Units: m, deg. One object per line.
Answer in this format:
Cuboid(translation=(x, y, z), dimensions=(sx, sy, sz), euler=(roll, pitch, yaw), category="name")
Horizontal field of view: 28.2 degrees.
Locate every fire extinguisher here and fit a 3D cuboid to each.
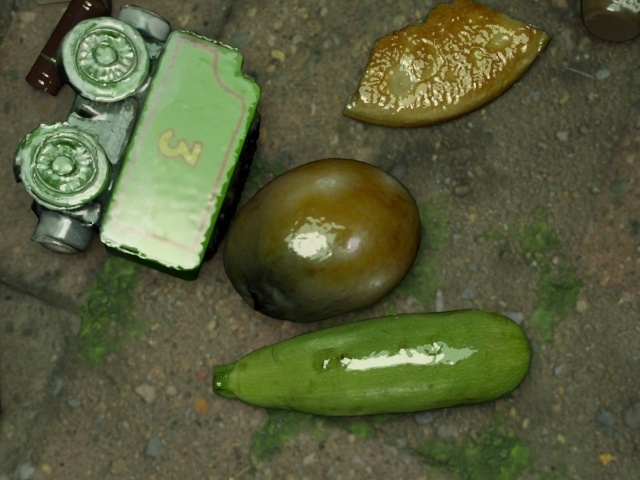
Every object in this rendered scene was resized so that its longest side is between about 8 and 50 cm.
Cuboid(translation=(-0.296, -0.250, 1.546), dimensions=(0.045, 0.078, 0.157), euler=(36, 100, 19), category="fire extinguisher")

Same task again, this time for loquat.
Cuboid(translation=(0.000, 0.000, 1.454), dimensions=(0.227, 0.179, 0.179), euler=(-16, 81, -11), category="loquat")

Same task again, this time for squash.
Cuboid(translation=(0.057, 0.144, 1.458), dimensions=(0.370, 0.118, 0.118), euler=(-5, 80, 1), category="squash")

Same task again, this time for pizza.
Cuboid(translation=(0.149, -0.212, 1.547), dimensions=(0.271, 0.056, 0.134), euler=(-31, 84, -3), category="pizza")

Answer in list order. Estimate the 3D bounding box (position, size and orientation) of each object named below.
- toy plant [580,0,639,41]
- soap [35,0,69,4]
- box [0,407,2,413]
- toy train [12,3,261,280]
Cuboid(translation=(0.374, -0.339, 1.546), dimensions=(0.143, 0.105, 0.200), euler=(19, 69, -5), category="toy plant")
Cuboid(translation=(-0.271, -0.363, 1.570), dimensions=(0.183, 0.064, 0.121), euler=(-7, 83, 0), category="soap")
Cuboid(translation=(-0.476, 0.059, 1.444), dimensions=(0.173, 0.145, 0.333), euler=(-10, 75, -1), category="box")
Cuboid(translation=(-0.202, -0.113, 1.478), dimensions=(0.249, 0.173, 0.307), euler=(19, 81, -3), category="toy train")
